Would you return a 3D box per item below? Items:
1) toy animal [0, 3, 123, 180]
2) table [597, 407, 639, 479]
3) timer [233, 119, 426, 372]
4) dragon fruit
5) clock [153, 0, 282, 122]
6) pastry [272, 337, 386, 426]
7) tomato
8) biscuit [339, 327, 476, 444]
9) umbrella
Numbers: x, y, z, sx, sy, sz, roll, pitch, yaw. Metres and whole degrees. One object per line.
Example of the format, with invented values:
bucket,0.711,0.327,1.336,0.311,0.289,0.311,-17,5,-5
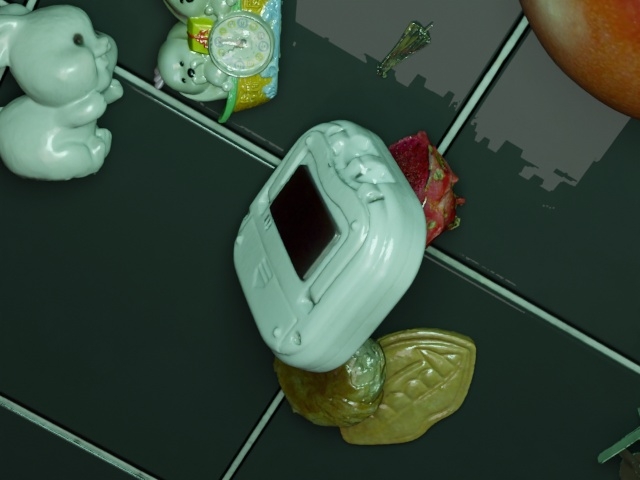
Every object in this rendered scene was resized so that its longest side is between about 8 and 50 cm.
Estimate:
toy animal,-0.320,-0.171,1.311,0.178,0.127,0.193,-1,116,9
table,0.457,0.267,1.434,0.175,0.062,0.146,-38,104,19
timer,0.000,0.000,1.275,0.087,0.262,0.237,19,119,-34
dragon fruit,0.116,-0.032,1.318,0.111,0.153,0.153,28,115,-25
clock,-0.114,-0.240,1.268,0.144,0.103,0.231,3,115,-3
pastry,0.012,0.161,1.416,0.153,0.081,0.153,7,103,29
tomato,0.336,-0.278,1.101,0.321,0.321,0.322,3,113,6
biscuit,0.104,0.185,1.462,0.220,0.029,0.142,-36,104,20
umbrella,0.095,-0.217,1.297,0.031,0.020,0.083,44,116,-11
